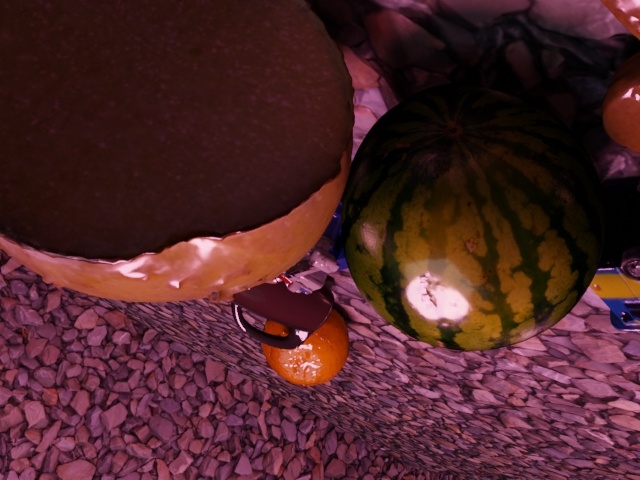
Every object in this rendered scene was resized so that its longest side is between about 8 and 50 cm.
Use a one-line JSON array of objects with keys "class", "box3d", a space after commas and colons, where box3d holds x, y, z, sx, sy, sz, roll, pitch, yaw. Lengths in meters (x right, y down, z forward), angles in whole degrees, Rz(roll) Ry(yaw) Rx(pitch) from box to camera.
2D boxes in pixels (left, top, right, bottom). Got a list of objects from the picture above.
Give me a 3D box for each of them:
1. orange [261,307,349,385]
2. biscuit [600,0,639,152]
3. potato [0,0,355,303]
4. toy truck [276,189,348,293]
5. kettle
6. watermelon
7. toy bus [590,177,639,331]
[{"class": "orange", "box3d": [-0.035, 0.243, 1.552, 0.219, 0.193, 0.219, 5, 108, 16]}, {"class": "biscuit", "box3d": [0.308, -0.216, 0.444, 0.394, 0.076, 0.368, 36, 154, -20]}, {"class": "potato", "box3d": [-0.191, -0.103, 0.729, 0.442, 0.385, 0.319, 34, 161, 10]}, {"class": "toy truck", "box3d": [0.000, 0.000, 1.037, 0.161, 0.177, 0.213, 32, 154, -22]}, {"class": "kettle", "box3d": [-0.093, 0.127, 1.377, 0.232, 0.202, 0.144, 31, -179, -20]}, {"class": "watermelon", "box3d": [0.160, -0.022, 0.707, 0.285, 0.285, 0.285, 19, 156, 9]}, {"class": "toy bus", "box3d": [0.447, 0.012, 0.710, 0.287, 0.138, 0.175, -5, 143, 47]}]
